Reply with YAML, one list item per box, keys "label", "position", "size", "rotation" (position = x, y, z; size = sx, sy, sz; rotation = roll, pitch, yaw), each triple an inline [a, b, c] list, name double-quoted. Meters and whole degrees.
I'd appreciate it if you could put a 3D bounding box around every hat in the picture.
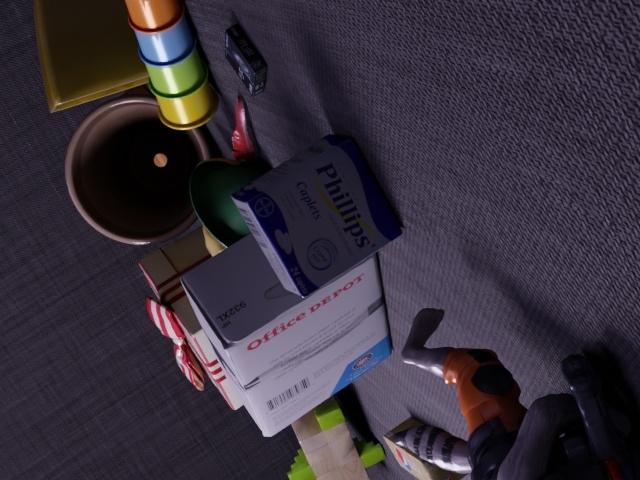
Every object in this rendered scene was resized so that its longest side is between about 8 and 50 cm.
- label: "hat"
  position: [-0.078, -0.091, 1.692]
  size: [0.208, 0.183, 0.173]
  rotation: [-6, -115, -55]

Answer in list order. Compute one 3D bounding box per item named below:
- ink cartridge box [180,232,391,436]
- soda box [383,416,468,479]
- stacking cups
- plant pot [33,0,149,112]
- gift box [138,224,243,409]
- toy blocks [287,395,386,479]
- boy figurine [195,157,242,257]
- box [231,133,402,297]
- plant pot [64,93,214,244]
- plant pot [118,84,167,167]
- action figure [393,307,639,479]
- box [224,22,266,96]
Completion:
- label: "ink cartridge box"
  position: [-0.036, 0.106, 1.535]
  size: [0.129, 0.223, 0.307]
  rotation: [52, 168, 29]
- label: "soda box"
  position: [0.159, 0.324, 1.735]
  size: [0.061, 0.058, 0.181]
  rotation: [59, 169, -10]
- label: "stacking cups"
  position: [-0.223, -0.286, 1.585]
  size: [0.096, 0.096, 0.316]
  rotation: [50, 167, 33]
- label: "plant pot"
  position: [-0.347, -0.324, 1.782]
  size: [0.212, 0.212, 0.187]
  rotation: [-170, 61, -75]
- label: "gift box"
  position: [-0.164, 0.114, 2.019]
  size: [0.276, 0.258, 0.255]
  rotation: [43, 162, 47]
- label: "toy blocks"
  position: [-0.010, 0.361, 2.337]
  size: [0.381, 0.191, 0.261]
  rotation: [70, 175, -49]
- label: "boy figurine"
  position: [-0.139, -0.001, 1.815]
  size: [0.177, 0.092, 0.285]
  rotation: [75, -179, -62]
- label: "box"
  position: [-0.004, -0.029, 1.247]
  size: [0.126, 0.137, 0.072]
  rotation: [60, 167, -15]
- label: "plant pot"
  position: [-0.312, -0.139, 2.079]
  size: [0.263, 0.263, 0.229]
  rotation: [59, -174, -8]
- label: "plant pot"
  position: [-0.388, -0.151, 2.390]
  size: [0.291, 0.203, 0.291]
  rotation: [54, 169, 15]
- label: "action figure"
  position: [0.201, 0.242, 1.047]
  size: [0.341, 0.178, 0.330]
  rotation: [64, 177, -22]
- label: "box"
  position: [-0.092, -0.221, 1.405]
  size: [0.067, 0.018, 0.083]
  rotation: [56, 169, 7]
